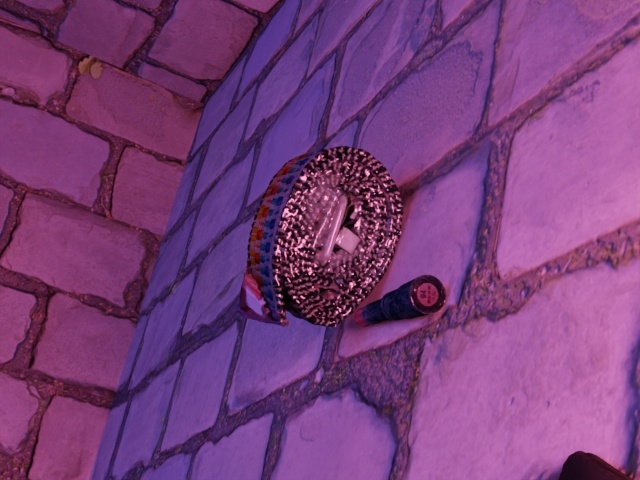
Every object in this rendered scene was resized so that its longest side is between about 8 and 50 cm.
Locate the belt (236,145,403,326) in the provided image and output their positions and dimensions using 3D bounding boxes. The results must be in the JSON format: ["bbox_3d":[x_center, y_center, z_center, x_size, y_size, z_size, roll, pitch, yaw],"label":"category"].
[{"bbox_3d":[0.000,0.000,1.635,0.160,0.207,0.294,3,78,68],"label":"belt"}]

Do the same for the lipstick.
[{"bbox_3d":[0.103,0.098,1.479,0.234,0.054,0.053,146,142,-66],"label":"lipstick"}]

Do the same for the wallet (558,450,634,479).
[{"bbox_3d":[0.214,0.315,0.917,0.250,0.044,0.149,-67,14,3],"label":"wallet"}]
